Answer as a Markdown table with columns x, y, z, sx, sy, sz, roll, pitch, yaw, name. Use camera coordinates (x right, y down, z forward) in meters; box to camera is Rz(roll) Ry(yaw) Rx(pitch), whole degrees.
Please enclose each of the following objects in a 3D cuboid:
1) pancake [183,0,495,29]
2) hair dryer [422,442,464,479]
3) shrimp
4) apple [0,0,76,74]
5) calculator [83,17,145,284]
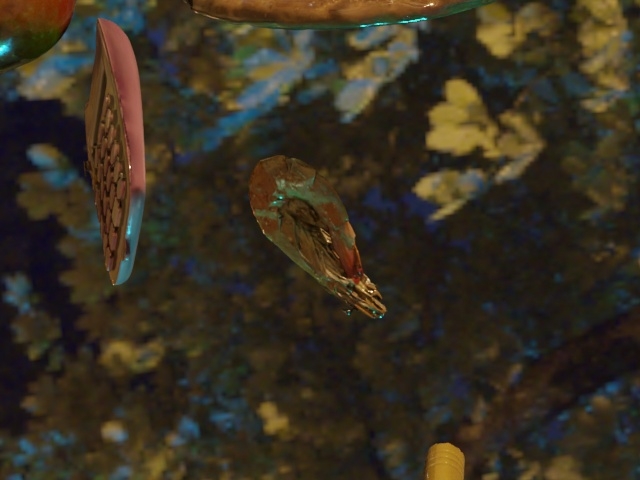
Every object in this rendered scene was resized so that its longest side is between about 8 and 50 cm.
| x | y | z | sx | sy | sz | roll | pitch | yaw | name |
| --- | --- | --- | --- | --- | --- | --- | --- | --- | --- |
| 0.038 | -0.221 | 1.217 | 0.288 | 0.286 | 0.033 | 26 | -47 | 48 | pancake |
| 0.099 | 0.270 | 1.402 | 0.090 | 0.135 | 0.278 | 64 | 14 | -14 | hair dryer |
| 0.000 | 0.000 | 1.441 | 0.190 | 0.042 | 0.101 | 52 | -45 | -5 | shrimp |
| -0.360 | -0.285 | 1.531 | 0.230 | 0.230 | 0.230 | 174 | -90 | -66 | apple |
| -0.219 | -0.091 | 1.643 | 0.194 | 0.043 | 0.294 | 109 | -25 | -46 | calculator |
